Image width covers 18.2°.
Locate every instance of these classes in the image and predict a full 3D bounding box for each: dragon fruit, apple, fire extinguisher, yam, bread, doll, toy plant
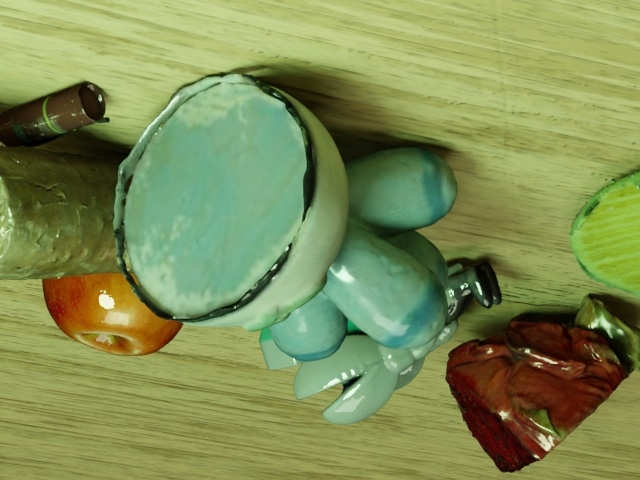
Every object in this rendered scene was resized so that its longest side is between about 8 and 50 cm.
[{"bbox_3d":[0.247,0.136,2.212,0.205,0.152,0.317,-38,173,-8],"label":"dragon fruit"},{"bbox_3d":[-0.208,0.046,2.048,0.163,0.139,0.163,0,156,0],"label":"apple"},{"bbox_3d":[-0.257,-0.111,1.841,0.132,0.039,0.056,-16,140,34],"label":"fire extinguisher"},{"bbox_3d":[-0.252,-0.024,1.847,0.129,0.128,0.238,-35,157,30],"label":"yam"},{"bbox_3d":[0.388,-0.012,1.973,0.301,0.045,0.301,1,153,1],"label":"bread"},{"bbox_3d":[0.059,0.107,2.127,0.195,0.153,0.258,-13,174,-41],"label":"doll"},{"bbox_3d":[0.000,0.000,1.867,0.247,0.247,0.332,-17,155,35],"label":"toy plant"}]
